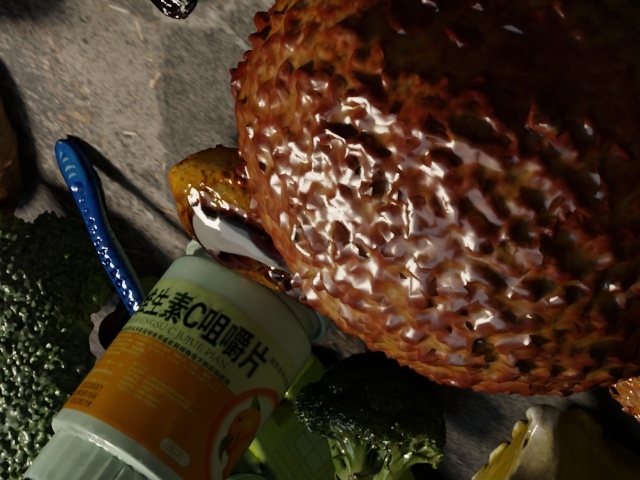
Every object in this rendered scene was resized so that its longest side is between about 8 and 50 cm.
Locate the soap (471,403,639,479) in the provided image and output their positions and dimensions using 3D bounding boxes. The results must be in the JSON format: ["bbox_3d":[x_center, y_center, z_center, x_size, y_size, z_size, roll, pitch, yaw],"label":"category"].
[{"bbox_3d":[0.291,0.301,1.287,0.339,0.169,0.304,25,157,3],"label":"soap"}]

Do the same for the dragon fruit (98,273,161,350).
[{"bbox_3d":[-0.190,0.177,1.666,0.198,0.218,0.272,-26,103,21],"label":"dragon fruit"}]

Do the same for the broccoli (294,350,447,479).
[{"bbox_3d":[0.055,0.178,1.411,0.162,0.138,0.146,5,-177,30],"label":"broccoli"}]

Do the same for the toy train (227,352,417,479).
[{"bbox_3d":[-0.018,0.319,1.567,0.179,0.272,0.442,3,130,49],"label":"toy train"}]

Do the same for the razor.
[{"bbox_3d":[-0.199,0.051,1.431,0.093,0.056,0.324,-22,83,49],"label":"razor"}]

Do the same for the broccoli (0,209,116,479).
[{"bbox_3d":[-0.353,0.095,1.612,0.275,0.397,0.353,36,120,-23],"label":"broccoli"}]

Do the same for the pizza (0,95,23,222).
[{"bbox_3d":[-0.459,-0.115,1.598,0.435,0.080,0.392,22,153,31],"label":"pizza"}]

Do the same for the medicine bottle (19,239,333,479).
[{"bbox_3d":[-0.120,0.130,1.307,0.158,0.318,0.158,30,157,14],"label":"medicine bottle"}]

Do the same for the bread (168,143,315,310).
[{"bbox_3d":[-0.005,0.001,1.214,0.269,0.095,0.139,21,159,-4],"label":"bread"}]

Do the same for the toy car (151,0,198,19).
[{"bbox_3d":[-0.104,-0.194,1.036,0.041,0.025,0.093,34,154,6],"label":"toy car"}]

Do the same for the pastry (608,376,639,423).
[{"bbox_3d":[0.276,0.120,1.095,0.087,0.063,0.169,23,161,46],"label":"pastry"}]

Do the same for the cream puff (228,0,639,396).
[{"bbox_3d":[0.092,-0.031,0.841,0.350,0.228,0.350,27,157,12],"label":"cream puff"}]
